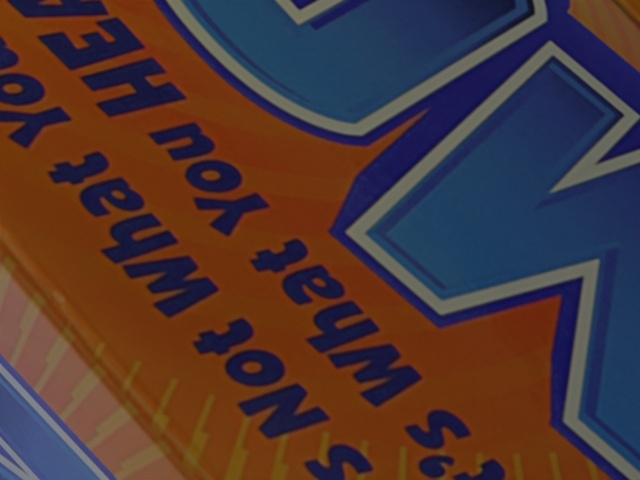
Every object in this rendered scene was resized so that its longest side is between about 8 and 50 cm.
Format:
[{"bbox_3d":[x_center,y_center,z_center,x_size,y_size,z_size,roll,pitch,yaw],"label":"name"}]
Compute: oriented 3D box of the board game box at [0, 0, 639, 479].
[{"bbox_3d":[0.000,0.000,0.600,0.356,0.356,0.356,-33,-106,-33],"label":"board game box"}]
